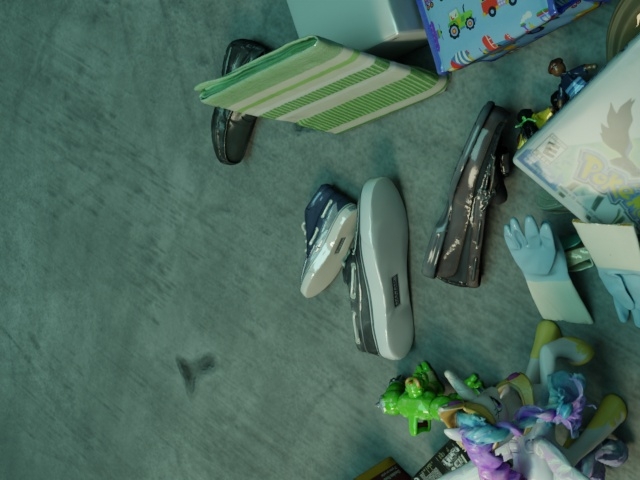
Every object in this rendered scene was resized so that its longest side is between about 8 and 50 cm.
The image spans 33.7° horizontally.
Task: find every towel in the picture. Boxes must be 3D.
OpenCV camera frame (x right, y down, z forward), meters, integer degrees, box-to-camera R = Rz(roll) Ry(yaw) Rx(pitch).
[{"bbox_3d":[0.012,-0.225,1.546,0.248,0.325,0.038,-16,76,39],"label":"towel"}]

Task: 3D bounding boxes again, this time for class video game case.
[{"bbox_3d":[0.459,-0.092,1.320,0.329,0.036,0.300,40,129,-4],"label":"video game case"}]

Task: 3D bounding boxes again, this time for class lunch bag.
[{"bbox_3d":[0.222,-0.405,1.420,0.221,0.138,0.293,-23,89,51],"label":"lunch bag"}]

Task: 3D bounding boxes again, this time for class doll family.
[{"bbox_3d":[0.331,-0.170,1.468,0.111,0.076,0.193,53,123,21],"label":"doll family"}]

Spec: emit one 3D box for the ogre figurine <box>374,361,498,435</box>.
[{"bbox_3d":[0.176,0.250,1.670,0.197,0.118,0.097,23,115,32],"label":"ogre figurine"}]

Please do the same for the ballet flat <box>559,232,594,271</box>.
[{"bbox_3d":[0.385,0.009,1.491,0.168,0.057,0.052,-21,115,44],"label":"ballet flat"}]

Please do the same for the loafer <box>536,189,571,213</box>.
[{"bbox_3d":[0.369,-0.059,1.491,0.125,0.039,0.045,-4,67,35],"label":"loafer"}]

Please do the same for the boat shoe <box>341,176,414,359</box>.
[{"bbox_3d":[0.081,0.045,1.707,0.102,0.108,0.301,5,112,36],"label":"boat shoe"}]

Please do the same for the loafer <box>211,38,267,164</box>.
[{"bbox_3d":[-0.136,-0.233,1.819,0.078,0.076,0.223,26,113,40],"label":"loafer"}]

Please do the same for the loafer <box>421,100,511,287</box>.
[{"bbox_3d":[0.237,-0.061,1.565,0.095,0.109,0.302,23,123,11],"label":"loafer"}]

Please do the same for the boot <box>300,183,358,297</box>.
[{"bbox_3d":[0.000,0.000,1.786,0.086,0.069,0.190,43,117,31],"label":"boot"}]

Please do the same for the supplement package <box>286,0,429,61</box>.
[{"bbox_3d":[0.052,-0.413,1.554,0.175,0.177,0.293,-19,89,40],"label":"supplement package"}]

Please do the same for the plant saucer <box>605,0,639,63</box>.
[{"bbox_3d":[0.483,-0.220,1.279,0.278,0.041,0.278,16,133,18],"label":"plant saucer"}]

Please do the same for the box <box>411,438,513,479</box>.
[{"bbox_3d":[0.257,0.393,1.668,0.180,0.077,0.147,48,126,18],"label":"box"}]

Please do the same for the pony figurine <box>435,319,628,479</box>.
[{"bbox_3d":[0.289,0.301,1.432,0.303,0.363,0.351,-11,95,39],"label":"pony figurine"}]

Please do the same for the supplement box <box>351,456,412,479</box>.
[{"bbox_3d":[0.108,0.515,1.787,0.191,0.129,0.194,42,124,23],"label":"supplement box"}]

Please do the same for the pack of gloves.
[{"bbox_3d":[0.368,0.033,1.455,0.195,0.046,0.232,4,142,36],"label":"pack of gloves"}]

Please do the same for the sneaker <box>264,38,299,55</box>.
[{"bbox_3d":[-0.032,-0.288,1.700,0.215,0.083,0.084,-28,82,22],"label":"sneaker"}]
